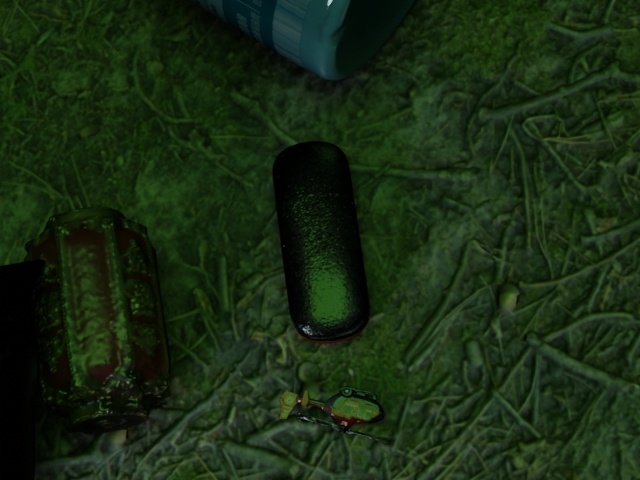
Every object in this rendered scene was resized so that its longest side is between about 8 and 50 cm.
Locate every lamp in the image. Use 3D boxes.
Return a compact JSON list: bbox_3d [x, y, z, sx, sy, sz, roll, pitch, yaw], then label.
[{"bbox_3d":[-0.270,0.095,1.918,0.177,0.177,0.274,-10,68,0],"label":"lamp"}]

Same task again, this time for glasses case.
[{"bbox_3d":[0.000,0.000,1.987,0.103,0.067,0.266,-7,69,0],"label":"glasses case"}]

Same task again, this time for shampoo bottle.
[{"bbox_3d":[-0.041,-0.421,2.004,0.343,0.331,0.331,32,75,12],"label":"shampoo bottle"}]

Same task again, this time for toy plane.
[{"bbox_3d":[0.021,0.207,1.928,0.145,0.037,0.060,12,82,4],"label":"toy plane"}]

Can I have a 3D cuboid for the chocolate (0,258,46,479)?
[{"bbox_3d":[-0.466,0.222,1.781,0.384,0.383,0.331,-16,93,-2],"label":"chocolate"}]
